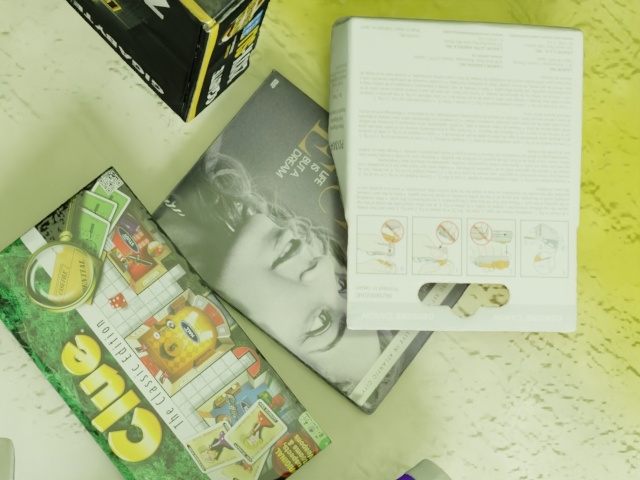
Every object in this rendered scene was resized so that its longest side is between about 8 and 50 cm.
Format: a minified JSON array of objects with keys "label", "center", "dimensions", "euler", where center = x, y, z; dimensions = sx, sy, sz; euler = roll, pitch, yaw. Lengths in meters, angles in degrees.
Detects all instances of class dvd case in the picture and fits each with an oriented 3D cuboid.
[{"label":"dvd case","center":[0.000,0.000,1.335],"dimensions":[0.221,0.018,0.164],"euler":[39,76,0]}]

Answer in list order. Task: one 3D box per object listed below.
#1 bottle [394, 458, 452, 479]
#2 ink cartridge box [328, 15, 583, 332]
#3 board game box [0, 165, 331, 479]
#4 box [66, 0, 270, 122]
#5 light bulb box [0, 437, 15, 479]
[{"label":"bottle","center":[-0.016,0.261,1.233],"dimensions":[0.283,0.118,0.092],"euler":[-35,86,-14]},{"label":"ink cartridge box","center":[0.102,-0.050,1.340],"dimensions":[0.189,0.066,0.232],"euler":[1,92,-14]},{"label":"board game box","center":[-0.124,0.088,1.288],"dimensions":[0.136,0.030,0.260],"euler":[-39,87,-4]},{"label":"box","center":[-0.172,-0.245,1.234],"dimensions":[0.322,0.257,0.079],"euler":[46,76,1]},{"label":"light bulb box","center":[-0.359,0.306,1.028],"dimensions":[0.361,0.358,0.225],"euler":[0,45,-8]}]
